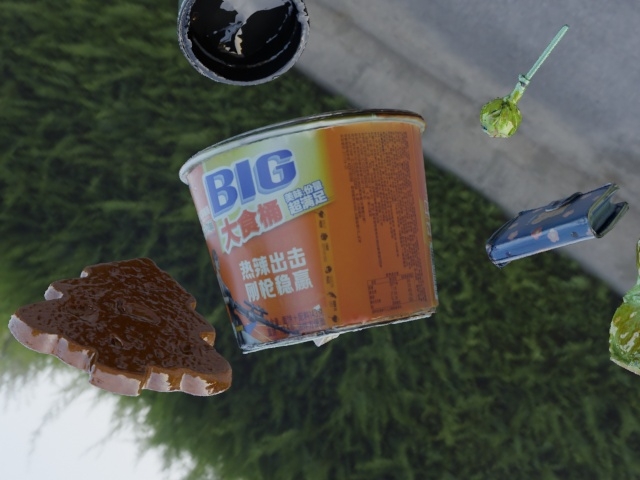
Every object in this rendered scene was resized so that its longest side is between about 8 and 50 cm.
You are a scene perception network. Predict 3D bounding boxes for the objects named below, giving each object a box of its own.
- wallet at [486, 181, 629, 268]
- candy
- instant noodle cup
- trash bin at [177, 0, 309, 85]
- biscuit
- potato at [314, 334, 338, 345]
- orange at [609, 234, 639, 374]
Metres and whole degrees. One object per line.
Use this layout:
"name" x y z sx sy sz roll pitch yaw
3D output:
"wallet" 0.376 -0.026 1.376 0.202 0.141 0.059 -22 99 49
"candy" 0.297 -0.229 1.239 0.062 0.194 0.058 44 -146 18
"instant noodle cup" 0.000 0.000 0.959 0.296 0.296 0.214 115 144 -82
"trash bin" -0.136 -0.428 1.492 0.277 0.217 0.263 55 -162 -41
"biscuit" -0.250 0.108 1.147 0.283 0.043 0.306 18 -158 -11
"potato" 0.009 0.131 1.552 0.086 0.061 0.122 47 149 12
"orange" 0.546 0.097 1.316 0.158 0.237 0.179 13 -176 -21
